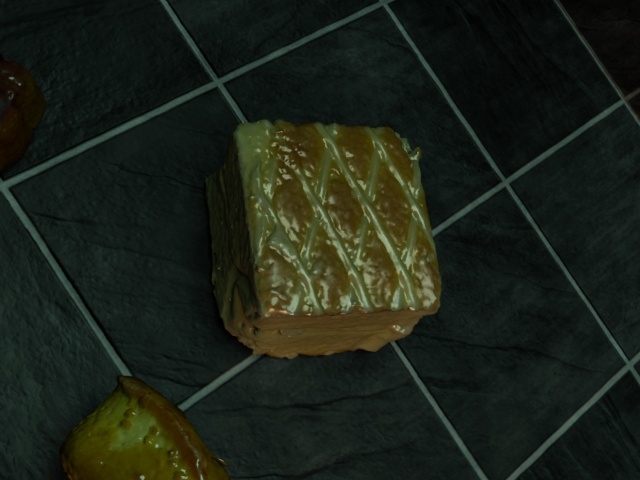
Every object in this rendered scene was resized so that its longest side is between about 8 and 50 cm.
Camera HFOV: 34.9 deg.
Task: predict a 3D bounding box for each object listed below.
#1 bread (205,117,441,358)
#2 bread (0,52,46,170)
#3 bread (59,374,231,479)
[{"bbox_3d":[0.000,0.000,1.887,0.371,0.279,0.390,0,71,-26],"label":"bread"},{"bbox_3d":[-0.609,-0.226,1.740,0.232,0.135,0.246,28,62,0],"label":"bread"},{"bbox_3d":[-0.253,0.385,1.572,0.204,0.337,0.358,-31,59,-21],"label":"bread"}]
